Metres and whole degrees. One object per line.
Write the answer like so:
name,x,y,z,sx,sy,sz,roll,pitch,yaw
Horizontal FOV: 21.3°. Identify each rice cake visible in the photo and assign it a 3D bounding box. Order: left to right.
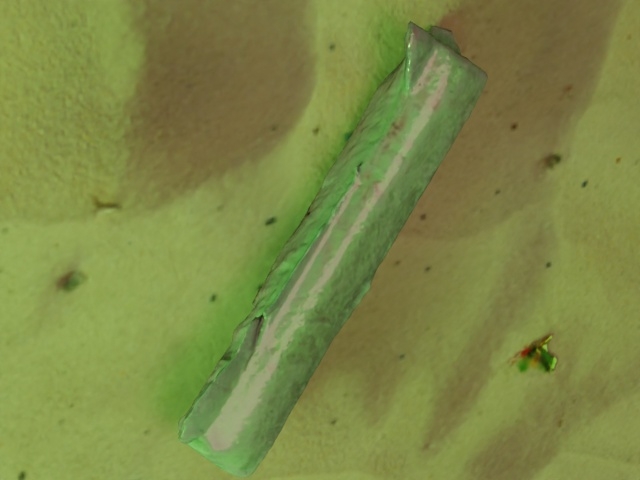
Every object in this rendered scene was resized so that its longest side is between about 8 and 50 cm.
rice cake,0.001,0.002,0.981,0.081,0.051,0.290,25,96,-51
